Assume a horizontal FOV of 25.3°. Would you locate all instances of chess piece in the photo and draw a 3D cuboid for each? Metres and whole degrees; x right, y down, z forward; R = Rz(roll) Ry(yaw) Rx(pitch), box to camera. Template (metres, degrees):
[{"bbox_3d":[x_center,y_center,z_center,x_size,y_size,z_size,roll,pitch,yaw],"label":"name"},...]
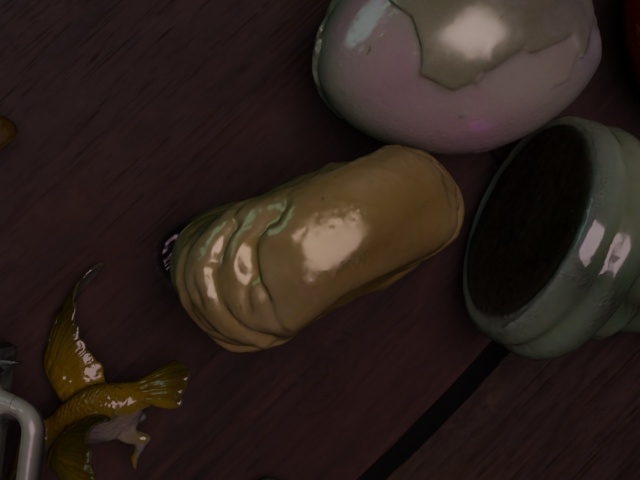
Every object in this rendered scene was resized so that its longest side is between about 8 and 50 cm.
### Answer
[{"bbox_3d":[0.283,0.039,1.147,0.299,0.194,0.195,23,85,-20],"label":"chess piece"}]

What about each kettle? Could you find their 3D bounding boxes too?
[{"bbox_3d":[-0.268,0.147,1.058,0.126,0.098,0.148,4,90,-10],"label":"kettle"}]

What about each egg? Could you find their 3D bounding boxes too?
[{"bbox_3d":[0.099,-0.153,1.101,0.217,0.183,0.183,-23,94,-1],"label":"egg"}]

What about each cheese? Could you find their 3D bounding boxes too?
[{"bbox_3d":[0.000,0.000,1.063,0.226,0.214,0.117,-26,91,-4],"label":"cheese"}]

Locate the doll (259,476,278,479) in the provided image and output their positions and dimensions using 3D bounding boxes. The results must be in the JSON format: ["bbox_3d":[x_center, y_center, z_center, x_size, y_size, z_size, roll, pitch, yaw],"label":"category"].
[{"bbox_3d":[0.005,0.250,1.134,0.150,0.077,0.115,24,74,0],"label":"doll"}]

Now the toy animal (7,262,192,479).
[{"bbox_3d":[-0.173,0.147,1.086,0.095,0.219,0.155,19,123,-28],"label":"toy animal"}]

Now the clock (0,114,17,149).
[{"bbox_3d":[-0.403,-0.048,1.020,0.348,0.117,0.286,-34,97,-11],"label":"clock"}]

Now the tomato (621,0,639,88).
[{"bbox_3d":[0.383,-0.194,1.139,0.270,0.227,0.270,0,91,-15],"label":"tomato"}]
